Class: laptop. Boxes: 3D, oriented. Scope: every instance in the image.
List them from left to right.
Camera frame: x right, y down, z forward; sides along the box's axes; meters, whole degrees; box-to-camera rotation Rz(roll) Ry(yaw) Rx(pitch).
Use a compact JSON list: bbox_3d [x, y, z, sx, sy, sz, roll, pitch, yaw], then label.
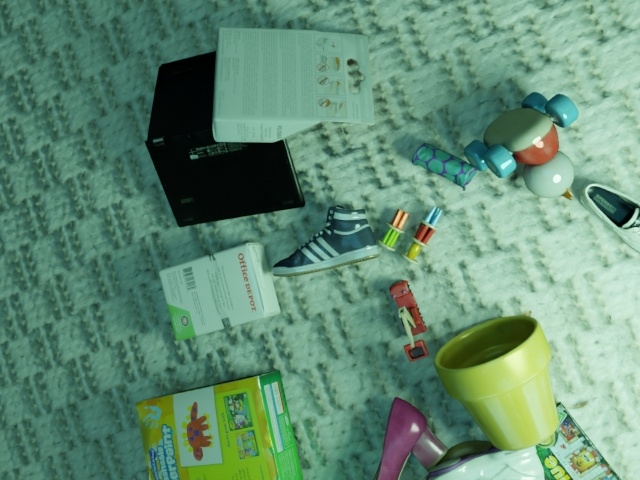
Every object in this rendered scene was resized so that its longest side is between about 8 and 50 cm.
[{"bbox_3d":[-0.248,-0.291,1.967,0.381,0.236,0.408,-8,116,18],"label":"laptop"}]

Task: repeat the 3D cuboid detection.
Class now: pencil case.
[{"bbox_3d":[0.301,-0.182,1.764,0.151,0.070,0.064,29,65,17],"label":"pencil case"}]

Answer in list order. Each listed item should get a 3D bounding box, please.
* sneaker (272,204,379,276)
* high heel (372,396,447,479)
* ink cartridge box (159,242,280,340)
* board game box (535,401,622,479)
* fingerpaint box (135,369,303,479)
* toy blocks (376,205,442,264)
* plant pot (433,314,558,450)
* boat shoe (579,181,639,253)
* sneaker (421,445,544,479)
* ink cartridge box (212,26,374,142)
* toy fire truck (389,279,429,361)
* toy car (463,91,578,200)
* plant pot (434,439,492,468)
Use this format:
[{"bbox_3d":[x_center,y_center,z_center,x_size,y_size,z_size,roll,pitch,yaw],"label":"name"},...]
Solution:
[{"bbox_3d":[0.000,0.000,1.844,0.282,0.099,0.153,-13,87,14],"label":"sneaker"},{"bbox_3d":[0.121,0.566,1.768,0.377,0.127,0.181,-42,86,-10],"label":"high heel"},{"bbox_3d":[-0.266,0.135,1.920,0.272,0.115,0.198,-16,86,18],"label":"ink cartridge box"},{"bbox_3d":[0.591,0.523,1.690,0.136,0.030,0.260,-40,78,16],"label":"board game box"},{"bbox_3d":[-0.250,0.597,1.886,0.371,0.163,0.445,-16,82,17],"label":"fingerpaint box"},{"bbox_3d":[0.225,-0.032,1.794,0.123,0.054,0.148,31,99,15],"label":"toy blocks"},{"bbox_3d":[0.420,0.332,1.646,0.254,0.254,0.239,-22,99,17],"label":"plant pot"},{"bbox_3d":[0.704,-0.045,1.621,0.267,0.088,0.096,43,102,14],"label":"boat shoe"},{"bbox_3d":[0.372,0.570,1.680,0.305,0.114,0.152,-24,82,16],"label":"sneaker"},{"bbox_3d":[-0.069,-0.387,1.796,0.384,0.091,0.308,1,59,-5],"label":"ink cartridge box"},{"bbox_3d":[0.213,0.190,1.755,0.047,0.135,0.192,-24,83,16],"label":"toy fire truck"},{"bbox_3d":[0.498,-0.180,1.664,0.219,0.210,0.238,-39,108,-2],"label":"toy car"},{"bbox_3d":[0.386,0.607,1.754,0.236,0.032,0.236,0,89,19],"label":"plant pot"}]
